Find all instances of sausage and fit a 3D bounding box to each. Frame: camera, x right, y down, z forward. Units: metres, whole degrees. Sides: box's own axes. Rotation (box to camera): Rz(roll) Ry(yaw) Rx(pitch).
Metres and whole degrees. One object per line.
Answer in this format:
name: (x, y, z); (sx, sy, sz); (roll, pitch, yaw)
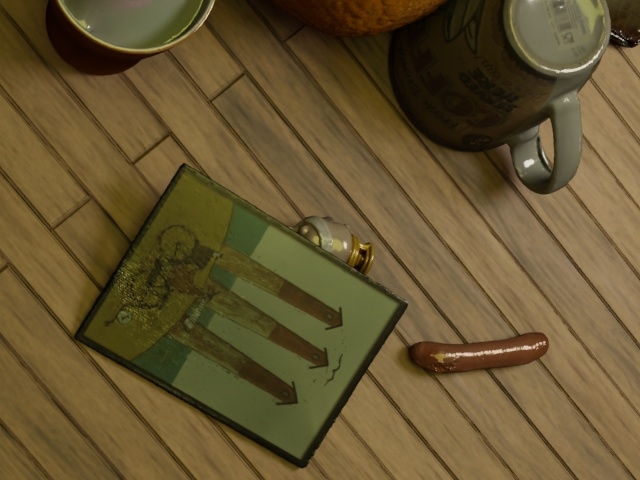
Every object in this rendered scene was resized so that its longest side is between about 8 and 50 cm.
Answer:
sausage: (0.203, 0.143, 1.790); (0.186, 0.043, 0.043); (-4, 85, -18)

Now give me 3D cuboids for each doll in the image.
doll: (0.000, 0.000, 1.730); (0.127, 0.073, 0.084); (18, 46, -19)

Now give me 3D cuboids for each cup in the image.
cup: (-0.224, -0.296, 1.580); (0.182, 0.264, 0.226); (11, 81, -17)
cup: (0.244, -0.201, 1.728); (0.227, 0.257, 0.301); (-24, 93, -17)

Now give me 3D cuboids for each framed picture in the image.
framed picture: (-0.091, 0.093, 1.681); (0.324, 0.013, 0.244); (32, 93, -11)

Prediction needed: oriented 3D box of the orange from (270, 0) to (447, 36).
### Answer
orange: (0.061, -0.419, 1.655); (0.322, 0.322, 0.357); (37, 83, -11)

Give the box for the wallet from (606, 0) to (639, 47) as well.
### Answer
wallet: (0.338, -0.357, 1.880); (0.255, 0.031, 0.137); (24, 69, -17)
